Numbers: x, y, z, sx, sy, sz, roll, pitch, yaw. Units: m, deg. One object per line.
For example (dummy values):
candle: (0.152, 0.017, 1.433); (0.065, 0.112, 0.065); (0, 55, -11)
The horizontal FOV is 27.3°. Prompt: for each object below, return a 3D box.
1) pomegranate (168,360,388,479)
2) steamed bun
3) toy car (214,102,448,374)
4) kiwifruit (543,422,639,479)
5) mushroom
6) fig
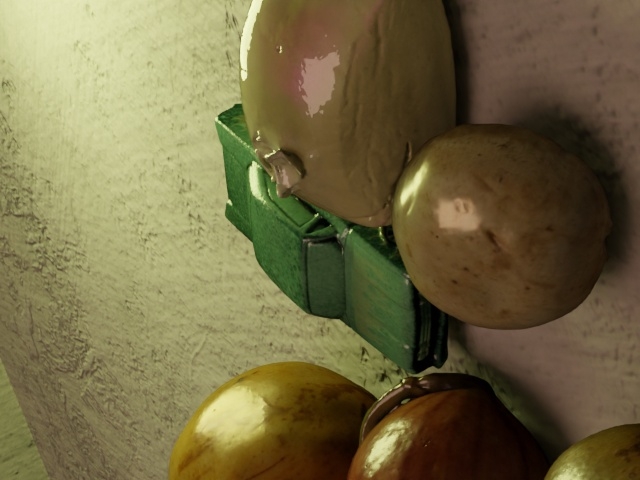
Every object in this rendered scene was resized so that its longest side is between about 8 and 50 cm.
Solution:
pomegranate: (-0.034, 0.250, 1.330); (0.264, 0.264, 0.264); (42, 145, 38)
steamed bun: (0.011, -0.123, 1.058); (0.170, 0.153, 0.238); (33, 142, 45)
toy car: (0.000, 0.000, 1.244); (0.321, 0.097, 0.141); (40, 145, 40)
kiwifruit: (0.244, 0.227, 0.906); (0.234, 0.196, 0.196); (40, 145, 51)
mushroom: (0.135, -0.013, 0.971); (0.166, 0.127, 0.166); (23, 141, 21)
fig: (0.110, 0.212, 1.150); (0.205, 0.205, 0.205); (42, 145, 38)
